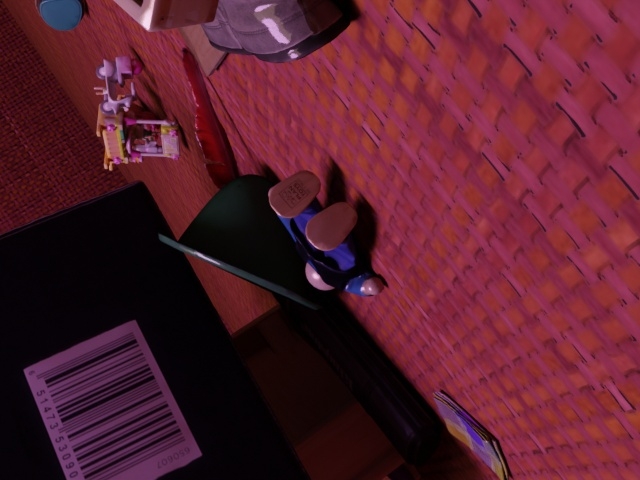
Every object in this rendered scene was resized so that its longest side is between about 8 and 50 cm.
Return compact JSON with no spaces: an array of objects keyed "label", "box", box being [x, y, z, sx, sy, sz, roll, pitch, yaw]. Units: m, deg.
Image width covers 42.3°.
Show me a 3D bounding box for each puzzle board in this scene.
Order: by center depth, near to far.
[{"label":"puzzle board","box":[-0.108,-0.192,0.690,0.096,0.011,0.128,59,167,-8]}]

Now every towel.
[{"label":"towel","box":[0.129,0.168,0.712,0.083,0.009,0.060,39,158,54]}]

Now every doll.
[{"label":"doll","box":[0.000,0.000,0.686,0.129,0.046,0.189,42,171,16]}]

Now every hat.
[{"label":"hat","box":[-0.052,-0.051,0.827,0.173,0.184,0.208,19,173,39]}]

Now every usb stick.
[{"label":"usb stick","box":[0.030,0.121,0.886,0.278,0.045,0.077,48,164,33]}]

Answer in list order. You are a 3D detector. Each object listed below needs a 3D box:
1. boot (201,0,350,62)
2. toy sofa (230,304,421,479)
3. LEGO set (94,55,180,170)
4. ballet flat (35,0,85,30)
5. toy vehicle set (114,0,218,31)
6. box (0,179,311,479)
[{"label":"boot","box":[-0.090,-0.181,0.474,0.246,0.083,0.161,34,156,49]},{"label":"toy sofa","box":[-0.023,0.248,1.174,0.177,0.150,0.362,63,166,-25]},{"label":"LEGO set","box":[-0.254,-0.164,1.202,0.287,0.107,0.132,146,125,-82]},{"label":"ballet flat","box":[-0.375,-0.367,1.172,0.206,0.073,0.067,141,122,-75]},{"label":"toy vehicle set","box":[-0.122,-0.230,0.340,0.267,0.035,0.166,44,135,21]},{"label":"box","box":[-0.208,0.282,0.969,0.480,0.297,0.472,56,160,28]}]
